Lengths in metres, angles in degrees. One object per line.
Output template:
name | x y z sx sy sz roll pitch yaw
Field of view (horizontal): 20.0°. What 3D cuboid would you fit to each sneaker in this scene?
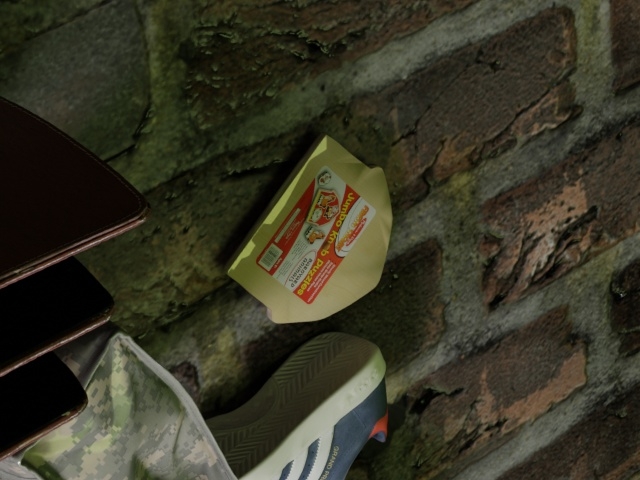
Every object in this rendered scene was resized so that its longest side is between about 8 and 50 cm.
sneaker | -0.058 0.244 1.868 0.350 0.131 0.148 -32 127 -26

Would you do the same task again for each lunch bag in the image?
lunch bag | -0.215 0.168 1.605 0.169 0.235 0.287 -53 137 -13

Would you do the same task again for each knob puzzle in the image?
knob puzzle | 0.000 0.000 1.857 0.213 0.030 0.213 -21 125 -33

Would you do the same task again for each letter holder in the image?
letter holder | -0.277 0.013 1.410 0.214 0.302 0.152 -28 129 -29
